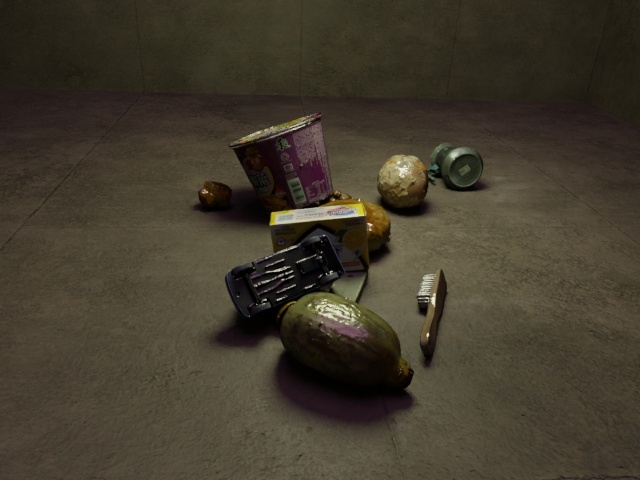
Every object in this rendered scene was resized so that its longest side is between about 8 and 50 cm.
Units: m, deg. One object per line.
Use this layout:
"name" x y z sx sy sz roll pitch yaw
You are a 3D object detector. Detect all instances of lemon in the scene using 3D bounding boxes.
"lemon" -0.066 0.177 1.290 0.092 0.065 0.065 -21 35 -34

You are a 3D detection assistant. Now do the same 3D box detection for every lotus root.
"lotus root" 0.055 0.213 1.142 0.309 0.173 0.173 21 31 19

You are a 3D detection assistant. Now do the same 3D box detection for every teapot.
"teapot" 0.534 -0.304 2.210 0.203 0.171 0.225 -30 22 2

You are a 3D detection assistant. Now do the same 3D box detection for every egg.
"egg" 0.298 -0.215 1.956 0.194 0.195 0.233 3 18 1

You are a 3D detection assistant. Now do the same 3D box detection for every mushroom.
"mushroom" 0.053 -0.134 1.891 0.126 0.085 0.109 -8 2 -24

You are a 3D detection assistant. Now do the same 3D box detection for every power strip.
"power strip" 0.074 0.123 1.445 0.079 0.029 0.227 6 27 15

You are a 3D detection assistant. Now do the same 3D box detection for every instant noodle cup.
"instant noodle cup" -0.109 -0.255 1.833 0.339 0.266 0.340 -18 17 6

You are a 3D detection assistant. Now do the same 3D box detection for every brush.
"brush" 0.264 0.172 1.341 0.065 0.070 0.327 -7 24 21

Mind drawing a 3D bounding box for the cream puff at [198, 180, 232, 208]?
"cream puff" -0.368 -0.156 1.891 0.115 0.094 0.122 23 10 28

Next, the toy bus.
"toy bus" -0.095 0.095 1.337 0.292 0.133 0.126 -21 79 -28

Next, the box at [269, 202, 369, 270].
"box" 0.000 0.000 1.497 0.264 0.169 0.097 -4 22 1

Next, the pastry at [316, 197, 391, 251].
"pastry" 0.093 -0.036 1.668 0.256 0.121 0.236 11 32 11
